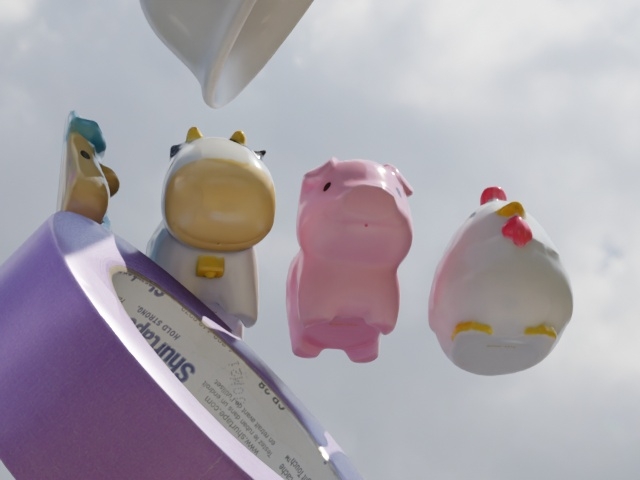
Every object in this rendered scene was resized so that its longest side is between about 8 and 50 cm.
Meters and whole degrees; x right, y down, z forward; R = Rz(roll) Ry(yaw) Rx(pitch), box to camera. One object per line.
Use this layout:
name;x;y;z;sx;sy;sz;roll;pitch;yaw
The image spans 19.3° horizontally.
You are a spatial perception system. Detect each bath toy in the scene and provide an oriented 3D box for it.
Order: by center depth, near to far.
bath toy;0.000;0.000;1.231;0.348;0.129;0.151;8;-29;-13

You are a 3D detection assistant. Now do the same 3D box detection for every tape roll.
tape roll;-0.080;0.110;1.049;0.090;0.275;0.275;-44;-48;5

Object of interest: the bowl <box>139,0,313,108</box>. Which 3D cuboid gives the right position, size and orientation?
bowl;-0.045;-0.250;1.319;0.134;0.298;0.298;35;-65;2
